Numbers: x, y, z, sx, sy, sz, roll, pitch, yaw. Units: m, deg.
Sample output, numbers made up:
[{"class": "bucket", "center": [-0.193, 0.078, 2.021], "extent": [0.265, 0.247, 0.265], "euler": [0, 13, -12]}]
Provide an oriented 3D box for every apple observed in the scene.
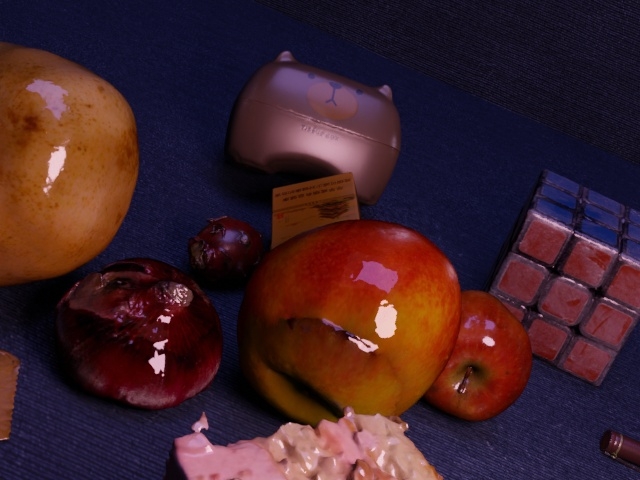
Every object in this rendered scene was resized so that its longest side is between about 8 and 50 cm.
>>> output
[{"class": "apple", "center": [0.267, 0.200, 1.754], "extent": [0.230, 0.230, 0.230], "euler": [18, 27, -9]}]

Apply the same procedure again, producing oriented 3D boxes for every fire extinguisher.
[{"class": "fire extinguisher", "center": [0.601, 0.401, 1.834], "extent": [0.158, 0.043, 0.064], "euler": [23, 56, 1]}]

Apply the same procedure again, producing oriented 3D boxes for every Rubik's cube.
[{"class": "Rubik's cube", "center": [0.533, 0.071, 2.106], "extent": [0.305, 0.304, 0.301], "euler": [28, 27, 7]}]

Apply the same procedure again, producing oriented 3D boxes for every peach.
[{"class": "peach", "center": [0.048, 0.123, 1.575], "extent": [0.370, 0.370, 0.370], "euler": [18, 27, -9]}]

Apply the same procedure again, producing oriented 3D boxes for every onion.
[{"class": "onion", "center": [-0.267, 0.123, 1.514], "extent": [0.272, 0.195, 0.272], "euler": [19, 36, -15]}]

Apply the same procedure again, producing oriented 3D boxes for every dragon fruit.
[{"class": "dragon fruit", "center": [-0.150, 0.028, 1.888], "extent": [0.246, 0.125, 0.125], "euler": [19, 0, -44]}]

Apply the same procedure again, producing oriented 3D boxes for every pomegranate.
[{"class": "pomegranate", "center": [-0.493, -0.130, 1.549], "extent": [0.416, 0.417, 0.417], "euler": [18, 27, -9]}]

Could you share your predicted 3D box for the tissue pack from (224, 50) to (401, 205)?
[{"class": "tissue pack", "center": [-0.013, -0.253, 2.255], "extent": [0.387, 0.277, 0.267], "euler": [19, -5, -9]}]

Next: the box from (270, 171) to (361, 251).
[{"class": "box", "center": [-0.006, -0.028, 1.922], "extent": [0.174, 0.076, 0.274], "euler": [-13, 30, 5]}]

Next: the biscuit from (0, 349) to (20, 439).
[{"class": "biscuit", "center": [-0.539, 0.204, 1.351], "extent": [0.237, 0.013, 0.232], "euler": [12, 28, -18]}]

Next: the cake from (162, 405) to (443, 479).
[{"class": "cake", "center": [-0.008, 0.396, 1.112], "extent": [0.306, 0.293, 0.314], "euler": [0, 30, -28]}]
